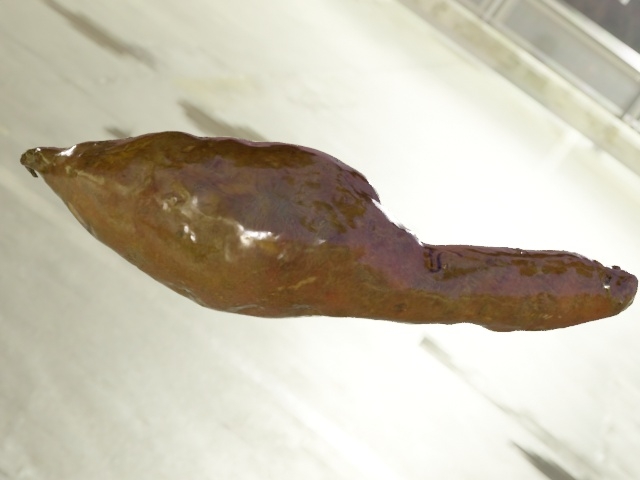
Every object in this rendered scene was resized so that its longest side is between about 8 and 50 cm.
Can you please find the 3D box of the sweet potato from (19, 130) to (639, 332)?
[{"bbox_3d":[0.002,0.001,0.634,0.269,0.075,0.075,13,15,-2],"label":"sweet potato"}]
